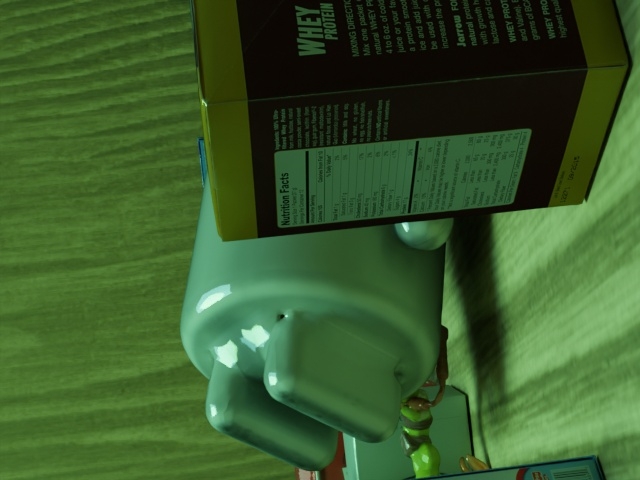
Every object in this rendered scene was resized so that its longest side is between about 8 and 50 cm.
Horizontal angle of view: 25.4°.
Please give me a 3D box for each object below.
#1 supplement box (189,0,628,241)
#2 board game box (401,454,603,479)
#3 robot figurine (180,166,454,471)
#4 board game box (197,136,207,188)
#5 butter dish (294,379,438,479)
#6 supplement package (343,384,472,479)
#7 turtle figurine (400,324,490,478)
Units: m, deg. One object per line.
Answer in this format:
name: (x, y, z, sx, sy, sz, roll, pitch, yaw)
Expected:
supplement box: (0.031, -0.121, 0.726, 0.129, 0.194, 0.191, 91, 172, -61)
board game box: (0.055, 0.191, 0.719, 0.160, 0.212, 0.039, -100, 5, -50)
robot figurine: (0.000, 0.000, 1.135, 0.300, 0.200, 0.353, -27, 43, 39)
board game box: (-0.009, -0.034, 1.404, 0.047, 0.210, 0.160, -120, 25, -84)
butter dish: (0.061, 0.209, 1.432, 0.118, 0.160, 0.159, -17, -78, -71)
supplement package: (0.080, 0.225, 1.257, 0.105, 0.105, 0.179, 180, 84, -87)
turtle figurine: (0.058, 0.217, 1.146, 0.087, 0.217, 0.269, 28, -132, -52)
